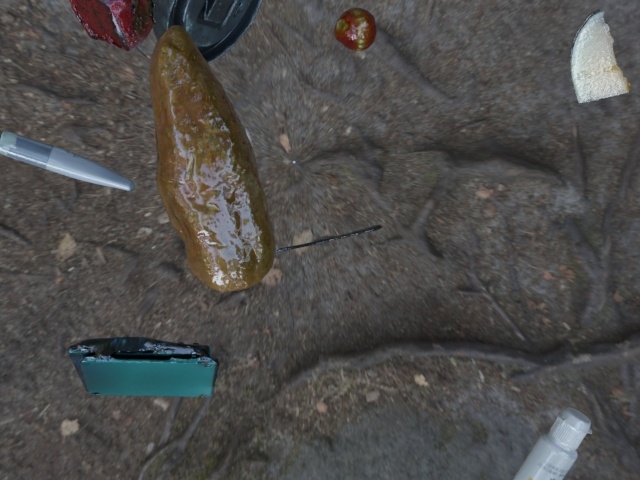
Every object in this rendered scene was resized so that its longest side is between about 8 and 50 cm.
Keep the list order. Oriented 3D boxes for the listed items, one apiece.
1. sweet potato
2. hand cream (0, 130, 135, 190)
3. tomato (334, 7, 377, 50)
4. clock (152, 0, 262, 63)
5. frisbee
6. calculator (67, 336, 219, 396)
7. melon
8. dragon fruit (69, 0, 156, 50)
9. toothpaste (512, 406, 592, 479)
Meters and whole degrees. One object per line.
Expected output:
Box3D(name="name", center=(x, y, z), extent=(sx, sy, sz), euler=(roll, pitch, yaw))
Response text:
Box3D(name="sweet potato", center=(-0.110, -0.075, 0.806), extent=(0.097, 0.097, 0.252), euler=(-18, 91, 0))
Box3D(name="hand cream", center=(-0.471, -0.142, 1.614), extent=(0.255, 0.079, 0.048), euler=(20, 100, -14))
Box3D(name="tomato", center=(0.068, -0.414, 1.692), extent=(0.075, 0.087, 0.087), euler=(-8, 96, -31))
Box3D(name="clock", center=(-0.209, -0.469, 1.657), extent=(0.055, 0.280, 0.281), euler=(38, 93, 18))
Box3D(name="frisbee", center=(0.000, 0.000, 1.578), extent=(0.187, 0.211, 0.012), euler=(-13, 91, -32))
Box3D(name="calculator", center=(-0.334, 0.247, 1.675), extent=(0.274, 0.248, 0.058), euler=(2, 65, -6))
Box3D(name="melon", center=(0.532, -0.359, 1.683), extent=(0.098, 0.054, 0.182), euler=(-8, 123, 37))
Box3D(name="dragon fruit", center=(-0.280, -0.333, 1.200), extent=(0.096, 0.102, 0.147), euler=(-43, 51, -19))
Box3D(name="toothpaste", center=(0.151, 0.213, 0.669), extent=(0.048, 0.031, 0.190), euler=(18, 106, -35))
